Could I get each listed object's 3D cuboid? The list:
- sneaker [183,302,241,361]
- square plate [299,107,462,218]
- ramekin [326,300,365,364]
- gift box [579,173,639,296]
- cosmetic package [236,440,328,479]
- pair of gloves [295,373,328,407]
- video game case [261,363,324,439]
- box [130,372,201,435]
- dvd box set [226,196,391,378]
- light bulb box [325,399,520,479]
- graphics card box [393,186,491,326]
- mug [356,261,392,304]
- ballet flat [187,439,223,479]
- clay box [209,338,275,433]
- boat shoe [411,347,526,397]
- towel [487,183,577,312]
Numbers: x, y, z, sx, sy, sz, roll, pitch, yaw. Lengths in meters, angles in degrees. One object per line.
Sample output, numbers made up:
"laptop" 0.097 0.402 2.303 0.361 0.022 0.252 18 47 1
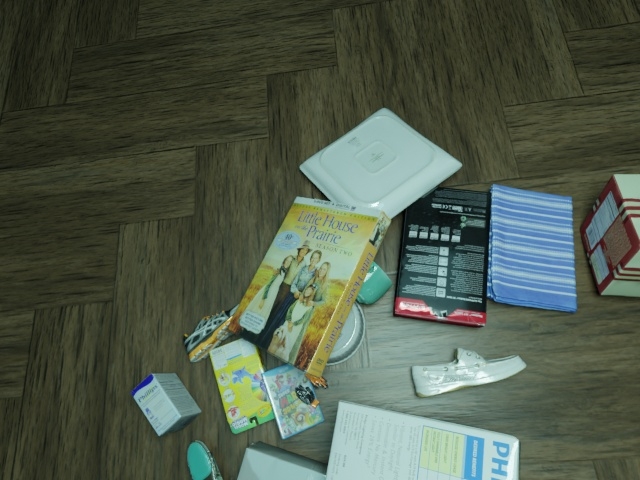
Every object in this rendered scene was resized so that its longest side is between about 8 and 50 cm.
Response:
"sneaker" -0.292 0.239 1.147 0.214 0.084 0.083 -39 64 -7
"square plate" 0.159 -0.225 1.195 0.347 0.049 0.344 -36 58 -8
"ramekin" 0.016 0.222 1.100 0.207 0.109 0.207 -2 71 6
"gift box" 0.826 -0.004 1.011 0.257 0.276 0.255 1 59 11
"cosmetic package" -0.070 0.570 0.987 0.237 0.127 0.107 10 73 12
"pair of gloves" -0.023 0.387 1.085 0.074 0.010 0.083 35 57 3
"video game case" -0.072 0.406 1.072 0.119 0.015 0.166 -13 68 -26
"box" -0.398 0.420 1.074 0.072 0.126 0.137 -41 72 -6
"dvd box set" -0.035 0.092 1.058 0.307 0.062 0.421 15 72 41
"light bulb box" 0.205 0.550 0.839 0.360 0.225 0.358 1 66 28
"graphics card box" 0.332 0.037 1.131 0.232 0.094 0.371 6 74 9
"mug" 0.108 0.100 1.105 0.097 0.158 0.129 -44 37 -5
"ballet flat" -0.277 0.595 1.037 0.070 0.070 0.189 -28 67 -3
"clay box" -0.202 0.379 1.103 0.127 0.053 0.222 -21 72 -2
"boat shoe" 0.365 0.314 1.033 0.276 0.098 0.096 -15 72 3
"towel" 0.573 0.016 1.120 0.243 0.040 0.336 9 73 -1
